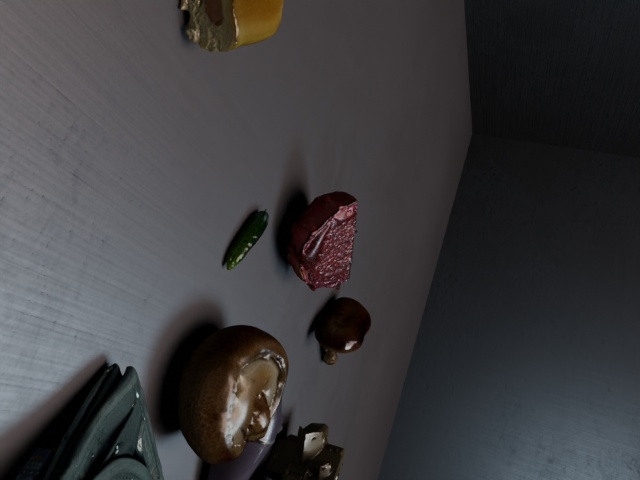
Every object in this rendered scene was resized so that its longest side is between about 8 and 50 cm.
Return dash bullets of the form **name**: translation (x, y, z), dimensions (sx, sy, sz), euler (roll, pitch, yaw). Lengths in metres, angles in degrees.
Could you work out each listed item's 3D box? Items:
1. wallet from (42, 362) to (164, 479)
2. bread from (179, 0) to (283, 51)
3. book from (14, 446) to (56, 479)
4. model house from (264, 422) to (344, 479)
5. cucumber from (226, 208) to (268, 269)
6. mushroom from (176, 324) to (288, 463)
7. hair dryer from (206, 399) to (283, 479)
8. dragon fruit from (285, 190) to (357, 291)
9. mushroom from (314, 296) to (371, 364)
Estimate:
- **wallet**: translation (-0.291, 0.378, 0.862), dimensions (0.237, 0.075, 0.342), euler (-74, 167, -55)
- **bread**: translation (-0.126, -0.359, 0.896), dimensions (0.173, 0.085, 0.134), euler (-44, 139, -54)
- **book**: translation (-0.382, 0.495, 0.665), dimensions (0.428, 0.039, 0.300), euler (-72, 164, -56)
- **model house**: translation (-0.049, 0.575, 1.531), dimensions (0.248, 0.180, 0.176), euler (-4, 104, -75)
- **cucumber**: translation (-0.135, -0.009, 1.161), dimensions (0.039, 0.039, 0.168), euler (81, 31, -46)
- **mushroom**: translation (-0.160, 0.272, 1.090), dimensions (0.253, 0.153, 0.253), euler (-35, 130, -58)
- **hair dryer**: translation (-0.144, 0.455, 1.355), dimensions (0.301, 0.121, 0.361), euler (-67, 165, -3)
- **dragon fruit**: translation (0.000, 0.000, 1.391), dimensions (0.189, 0.163, 0.262), euler (-99, -173, -50)
- **mushroom**: translation (0.046, 0.298, 1.747), dimensions (0.227, 0.148, 0.218), euler (-36, 151, -54)
